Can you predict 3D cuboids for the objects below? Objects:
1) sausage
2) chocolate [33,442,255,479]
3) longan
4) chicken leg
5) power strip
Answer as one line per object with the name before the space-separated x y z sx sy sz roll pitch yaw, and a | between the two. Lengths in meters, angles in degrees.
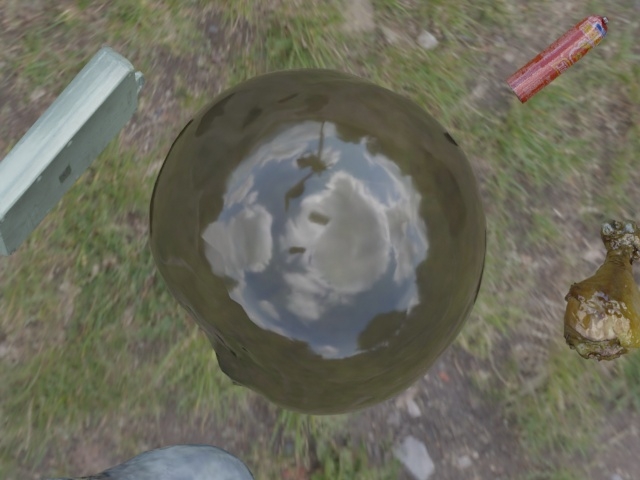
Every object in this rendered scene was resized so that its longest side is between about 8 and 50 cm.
sausage | 0.258 -0.199 1.554 0.129 0.034 0.034 -37 102 10
chocolate | -0.096 0.132 0.631 0.167 0.072 0.072 -12 107 -42
longan | 0.000 0.000 1.294 0.318 0.319 0.319 -1 103 -3
chicken leg | 0.351 0.052 1.735 0.087 0.251 0.107 -3 123 23
power strip | -0.293 -0.096 1.606 0.046 0.118 0.270 34 70 8
